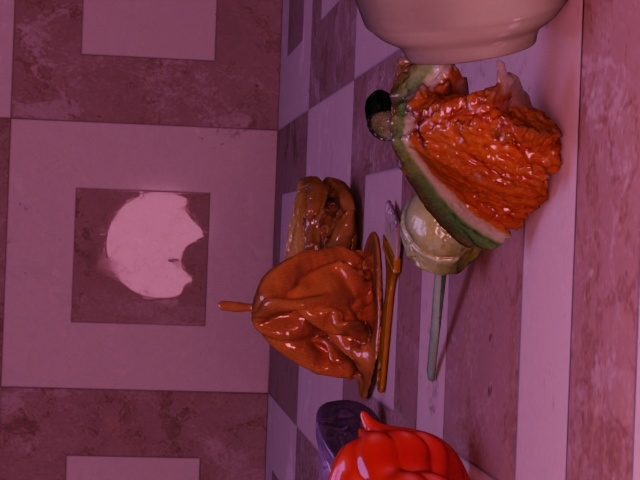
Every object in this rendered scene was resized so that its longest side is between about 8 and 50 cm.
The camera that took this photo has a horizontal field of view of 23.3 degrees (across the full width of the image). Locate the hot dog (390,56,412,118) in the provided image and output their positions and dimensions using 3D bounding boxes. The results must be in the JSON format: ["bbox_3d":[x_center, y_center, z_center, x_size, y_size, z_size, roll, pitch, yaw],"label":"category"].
[{"bbox_3d":[0.109,-0.199,2.043,0.034,0.030,0.090,-82,-4,-74],"label":"hot dog"}]

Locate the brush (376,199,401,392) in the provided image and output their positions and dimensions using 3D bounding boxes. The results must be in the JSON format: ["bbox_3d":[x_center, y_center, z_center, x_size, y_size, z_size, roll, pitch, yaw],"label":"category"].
[{"bbox_3d":[0.093,0.087,2.161,0.103,0.013,0.272,-107,19,-70],"label":"brush"}]

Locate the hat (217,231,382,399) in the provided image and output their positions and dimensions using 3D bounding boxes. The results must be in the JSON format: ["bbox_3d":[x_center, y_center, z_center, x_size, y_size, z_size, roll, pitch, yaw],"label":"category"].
[{"bbox_3d":[-0.038,0.110,2.322,0.233,0.233,0.244,-94,11,-49],"label":"hat"}]

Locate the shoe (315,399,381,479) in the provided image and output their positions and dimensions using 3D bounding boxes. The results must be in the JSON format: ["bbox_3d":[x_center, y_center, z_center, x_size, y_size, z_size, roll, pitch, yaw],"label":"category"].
[{"bbox_3d":[0.043,0.340,2.162,0.245,0.095,0.138,-104,19,-44],"label":"shoe"}]

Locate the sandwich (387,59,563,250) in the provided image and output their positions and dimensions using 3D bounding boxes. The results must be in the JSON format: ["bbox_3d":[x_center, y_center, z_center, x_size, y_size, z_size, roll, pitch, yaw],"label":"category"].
[{"bbox_3d":[0.152,-0.081,1.375,0.185,0.160,0.109,46,-128,-38],"label":"sandwich"}]

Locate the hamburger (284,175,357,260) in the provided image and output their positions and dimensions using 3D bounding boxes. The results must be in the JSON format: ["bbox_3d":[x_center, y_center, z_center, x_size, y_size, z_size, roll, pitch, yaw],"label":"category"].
[{"bbox_3d":[0.000,0.000,2.549,0.214,0.108,0.214,-179,90,-82],"label":"hamburger"}]

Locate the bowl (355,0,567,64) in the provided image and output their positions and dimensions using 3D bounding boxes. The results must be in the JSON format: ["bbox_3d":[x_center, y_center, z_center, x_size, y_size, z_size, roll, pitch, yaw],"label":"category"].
[{"bbox_3d":[0.122,-0.215,1.330,0.211,0.211,0.112,-113,12,-74],"label":"bowl"}]

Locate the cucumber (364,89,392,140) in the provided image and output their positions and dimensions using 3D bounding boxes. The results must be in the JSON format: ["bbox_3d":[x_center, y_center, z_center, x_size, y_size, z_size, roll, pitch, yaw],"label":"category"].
[{"bbox_3d":[0.086,-0.179,2.165,0.105,0.048,0.048,-96,10,-62],"label":"cucumber"}]

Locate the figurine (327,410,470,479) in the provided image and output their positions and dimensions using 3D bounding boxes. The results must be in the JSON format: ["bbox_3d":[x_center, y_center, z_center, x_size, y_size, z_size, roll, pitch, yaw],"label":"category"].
[{"bbox_3d":[0.078,0.297,1.612,0.208,0.181,0.257,-59,-2,-31],"label":"figurine"}]

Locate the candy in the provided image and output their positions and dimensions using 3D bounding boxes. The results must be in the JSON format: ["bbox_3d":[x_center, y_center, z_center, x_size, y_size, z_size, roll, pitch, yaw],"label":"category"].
[{"bbox_3d":[0.130,0.060,1.707,0.092,0.093,0.335,-43,-28,-27],"label":"candy"}]
